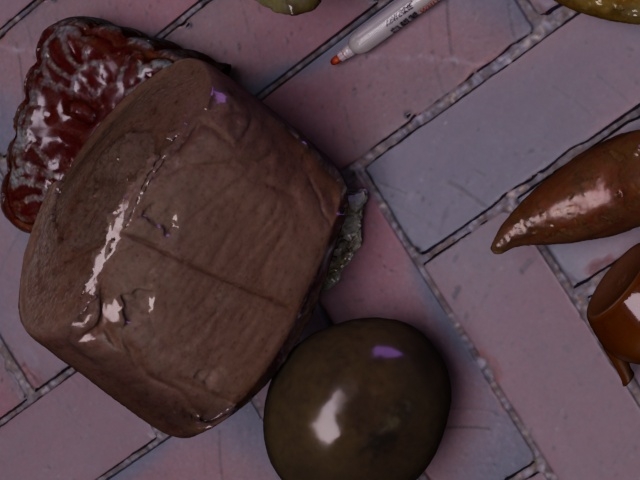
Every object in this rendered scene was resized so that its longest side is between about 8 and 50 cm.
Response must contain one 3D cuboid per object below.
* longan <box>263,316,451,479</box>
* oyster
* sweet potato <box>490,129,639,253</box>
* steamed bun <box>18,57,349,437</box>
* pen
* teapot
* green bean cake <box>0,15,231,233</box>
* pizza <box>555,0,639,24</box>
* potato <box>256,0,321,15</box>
[{"bbox_3d":[0.034,0.158,1.734,0.187,0.167,0.167,-41,79,18],"label":"longan"},{"bbox_3d":[0.001,0.000,1.800,0.098,0.037,0.100,1,95,24],"label":"oyster"},{"bbox_3d":[0.320,-0.055,1.629,0.354,0.095,0.106,-9,46,22],"label":"sweet potato"},{"bbox_3d":[-0.137,0.003,1.717,0.199,0.251,0.301,21,77,51],"label":"steamed bun"},{"bbox_3d":[0.094,-0.225,1.746,0.218,0.026,0.026,-34,81,22],"label":"pen"},{"bbox_3d":[0.304,0.063,1.642,0.116,0.116,0.173,49,122,12],"label":"teapot"},{"bbox_3d":[-0.208,-0.096,1.850,0.198,0.097,0.233,25,103,19],"label":"green bean cake"},{"bbox_3d":[0.296,-0.285,1.637,0.292,0.058,0.197,-3,92,22],"label":"pizza"},{"bbox_3d":[-0.073,-0.373,1.684,0.269,0.112,0.255,38,145,34],"label":"potato"}]
